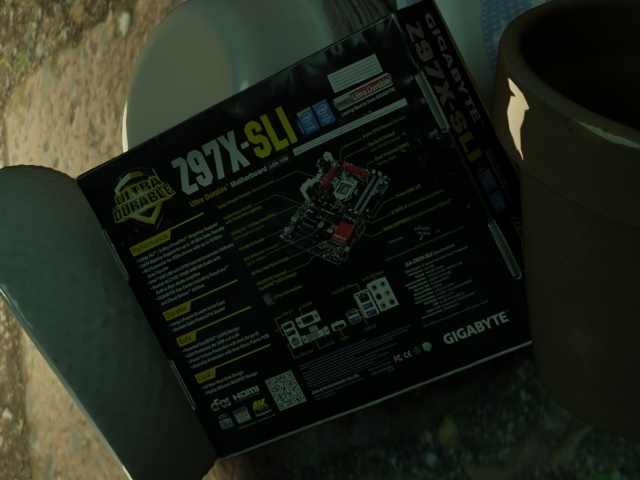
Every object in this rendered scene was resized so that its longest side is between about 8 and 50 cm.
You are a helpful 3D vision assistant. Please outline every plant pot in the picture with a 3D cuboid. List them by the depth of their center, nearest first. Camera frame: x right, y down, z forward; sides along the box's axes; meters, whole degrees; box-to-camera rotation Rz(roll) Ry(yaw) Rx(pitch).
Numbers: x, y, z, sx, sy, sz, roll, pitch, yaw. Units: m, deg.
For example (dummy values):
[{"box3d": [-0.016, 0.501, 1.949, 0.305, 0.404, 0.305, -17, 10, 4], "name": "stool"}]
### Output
[{"box3d": [0.221, -0.004, 1.093, 0.263, 0.263, 0.229, 41, 132, 45], "name": "plant pot"}]

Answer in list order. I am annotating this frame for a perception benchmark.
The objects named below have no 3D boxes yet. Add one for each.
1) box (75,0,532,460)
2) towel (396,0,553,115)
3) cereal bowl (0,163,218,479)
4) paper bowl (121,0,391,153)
[{"box3d": [0.000, 0.000, 1.331, 0.322, 0.079, 0.257, -25, 93, 32], "name": "box"}, {"box3d": [0.162, -0.195, 1.330, 0.285, 0.034, 0.209, -26, 66, 45], "name": "towel"}, {"box3d": [-0.186, 0.066, 1.543, 0.141, 0.339, 0.339, -36, 45, -11], "name": "cereal bowl"}, {"box3d": [-0.063, -0.101, 1.499, 0.284, 0.148, 0.284, -11, 76, 50], "name": "paper bowl"}]
